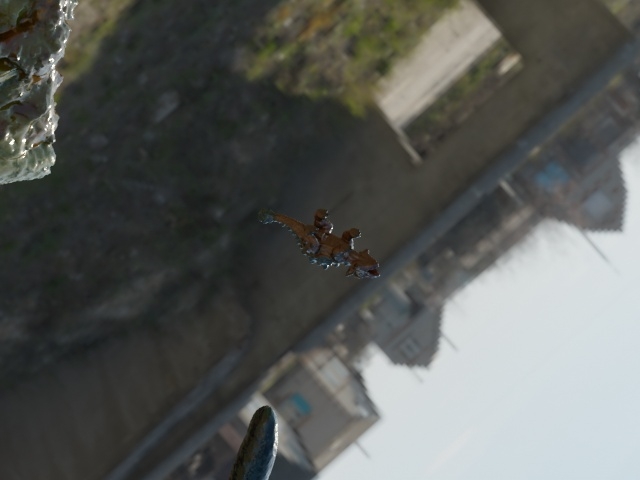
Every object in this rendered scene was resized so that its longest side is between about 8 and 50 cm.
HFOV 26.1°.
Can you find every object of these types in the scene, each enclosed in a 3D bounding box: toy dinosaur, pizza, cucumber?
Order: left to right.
[{"bbox_3d":[-0.298,-0.132,1.039,0.258,0.087,0.268,-19,137,-39],"label":"pizza"},{"bbox_3d":[-0.058,0.190,1.106,0.032,0.032,0.133,-32,143,-67],"label":"cucumber"},{"bbox_3d":[0.000,0.000,1.550,0.049,0.154,0.055,-57,171,-43],"label":"toy dinosaur"}]
